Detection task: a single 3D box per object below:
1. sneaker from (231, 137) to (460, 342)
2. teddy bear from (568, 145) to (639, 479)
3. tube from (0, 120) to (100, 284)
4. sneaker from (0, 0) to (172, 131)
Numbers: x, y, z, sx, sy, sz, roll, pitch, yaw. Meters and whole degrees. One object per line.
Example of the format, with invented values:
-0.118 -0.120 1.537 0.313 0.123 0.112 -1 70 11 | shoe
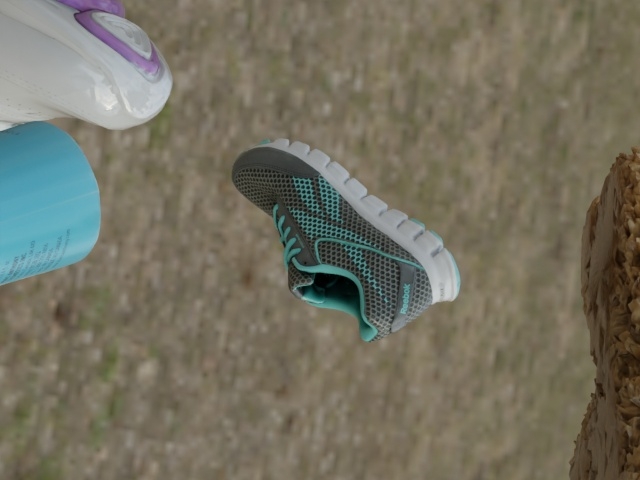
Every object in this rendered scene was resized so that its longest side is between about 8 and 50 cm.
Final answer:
0.000 0.000 1.103 0.076 0.166 0.065 -41 147 -26 | sneaker
0.178 0.122 0.820 0.245 0.113 0.338 101 -6 -51 | teddy bear
-0.164 0.011 0.587 0.207 0.080 0.052 -22 91 -43 | tube
-0.198 -0.078 0.947 0.114 0.305 0.152 15 91 -53 | sneaker
